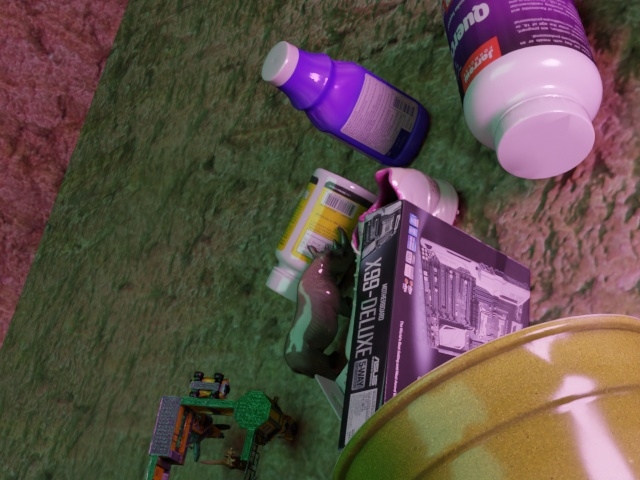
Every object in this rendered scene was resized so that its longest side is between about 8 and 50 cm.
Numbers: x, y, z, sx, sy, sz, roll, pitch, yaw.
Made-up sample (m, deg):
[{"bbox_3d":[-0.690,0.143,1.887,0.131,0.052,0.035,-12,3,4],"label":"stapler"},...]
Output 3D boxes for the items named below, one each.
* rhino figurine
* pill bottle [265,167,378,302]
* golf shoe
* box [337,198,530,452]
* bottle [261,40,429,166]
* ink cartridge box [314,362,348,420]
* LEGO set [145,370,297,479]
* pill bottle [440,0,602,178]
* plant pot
[{"bbox_3d":[0.008,0.096,1.585,0.073,0.106,0.243,-3,74,60],"label":"rhino figurine"},{"bbox_3d":[0.000,0.000,1.674,0.119,0.119,0.208,28,92,57],"label":"pill bottle"},{"bbox_3d":[0.086,0.035,1.514,0.115,0.140,0.306,15,82,56],"label":"golf shoe"},{"bbox_3d":[0.147,0.138,1.265,0.076,0.242,0.307,-23,50,46],"label":"box"},{"bbox_3d":[0.038,-0.215,1.616,0.092,0.283,0.118,20,87,57],"label":"bottle"},{"bbox_3d":[0.091,0.207,1.351,0.060,0.180,0.104,-55,35,14],"label":"ink cartridge box"},{"bbox_3d":[-0.156,0.389,1.626,0.255,0.192,0.331,-7,62,19],"label":"LEGO set"},{"bbox_3d":[0.270,-0.243,1.406,0.181,0.181,0.323,-38,41,34],"label":"pill bottle"},{"bbox_3d":[0.243,0.317,0.959,0.366,0.366,0.353,-45,49,26],"label":"plant pot"}]
